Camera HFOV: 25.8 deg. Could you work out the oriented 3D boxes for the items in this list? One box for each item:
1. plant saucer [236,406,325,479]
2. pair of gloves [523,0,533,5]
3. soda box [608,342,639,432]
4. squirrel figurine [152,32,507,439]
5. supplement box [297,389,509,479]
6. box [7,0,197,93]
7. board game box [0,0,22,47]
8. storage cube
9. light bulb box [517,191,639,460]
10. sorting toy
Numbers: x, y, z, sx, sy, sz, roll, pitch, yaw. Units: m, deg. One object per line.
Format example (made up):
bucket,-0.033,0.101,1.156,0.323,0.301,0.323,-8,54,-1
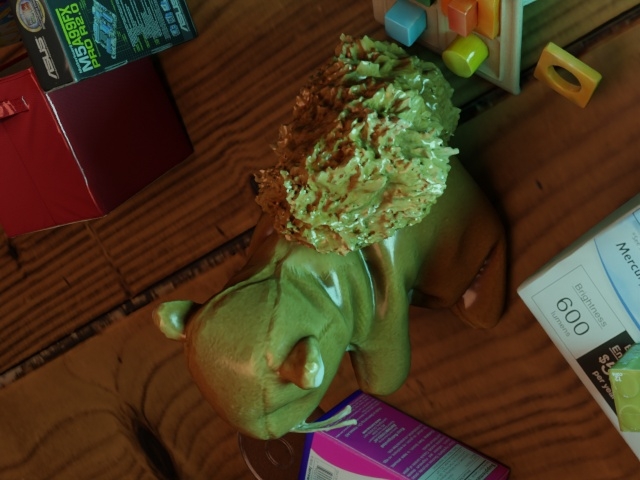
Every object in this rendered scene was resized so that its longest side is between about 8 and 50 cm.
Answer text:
plant saucer,-0.047,0.269,1.806,0.168,0.029,0.168,15,117,31
pair of gloves,0.207,-0.345,1.307,0.204,0.042,0.240,-15,103,25
soda box,0.334,0.124,1.146,0.181,0.058,0.061,-2,110,37
squirrel figurine,0.000,0.000,1.405,0.281,0.370,0.396,25,130,25
supplement box,0.096,0.288,1.654,0.220,0.114,0.111,27,123,26
box,-0.270,-0.325,1.580,0.060,0.216,0.270,-11,104,39
board game box,-0.394,-0.312,1.636,0.144,0.275,0.142,-34,89,40
storage cube,-0.304,-0.139,1.698,0.184,0.215,0.193,-11,110,38
light bulb box,0.442,0.063,1.227,0.358,0.225,0.361,54,131,5
sorting toy,0.117,-0.224,1.383,0.348,0.047,0.196,31,163,21
